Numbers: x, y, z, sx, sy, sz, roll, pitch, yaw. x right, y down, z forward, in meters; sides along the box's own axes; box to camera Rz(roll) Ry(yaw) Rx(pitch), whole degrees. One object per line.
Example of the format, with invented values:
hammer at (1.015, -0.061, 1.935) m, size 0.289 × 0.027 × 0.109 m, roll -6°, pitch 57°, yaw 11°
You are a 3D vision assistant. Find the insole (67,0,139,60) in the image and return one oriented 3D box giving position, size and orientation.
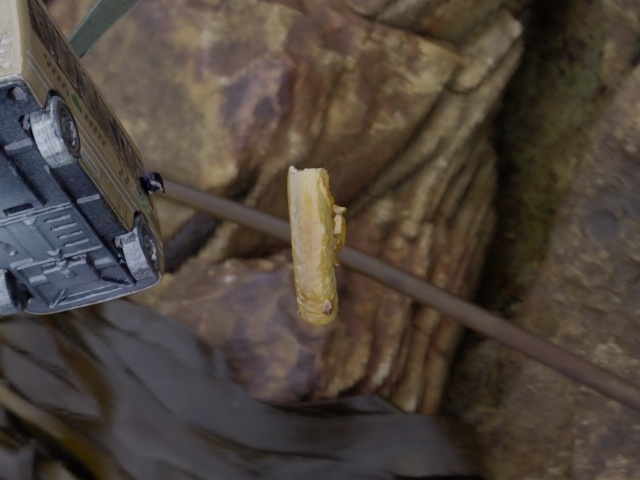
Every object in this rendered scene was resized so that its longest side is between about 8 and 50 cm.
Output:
insole at (-0.263, -0.256, 1.767) m, size 0.232 × 0.080 × 0.003 m, roll -46°, pitch 74°, yaw 11°

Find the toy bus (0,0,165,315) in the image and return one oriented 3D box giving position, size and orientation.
toy bus at (-0.222, -0.066, 1.119) m, size 0.140 × 0.289 × 0.157 m, roll -15°, pitch 57°, yaw 10°

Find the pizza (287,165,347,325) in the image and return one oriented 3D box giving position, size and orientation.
pizza at (0.000, 0.000, 1.674) m, size 0.063 × 0.161 × 0.182 m, roll -4°, pitch 97°, yaw 3°
